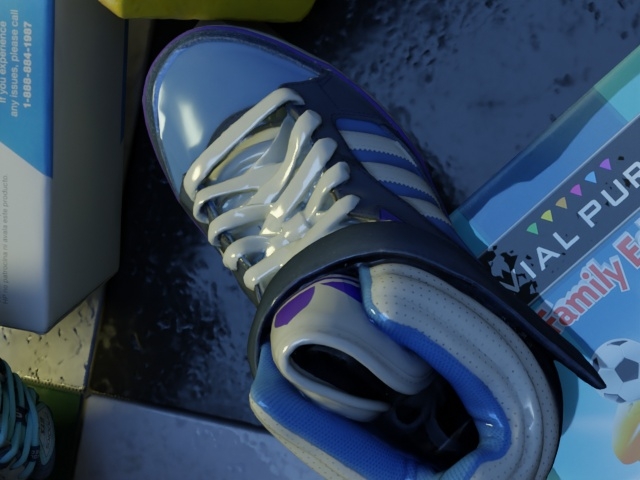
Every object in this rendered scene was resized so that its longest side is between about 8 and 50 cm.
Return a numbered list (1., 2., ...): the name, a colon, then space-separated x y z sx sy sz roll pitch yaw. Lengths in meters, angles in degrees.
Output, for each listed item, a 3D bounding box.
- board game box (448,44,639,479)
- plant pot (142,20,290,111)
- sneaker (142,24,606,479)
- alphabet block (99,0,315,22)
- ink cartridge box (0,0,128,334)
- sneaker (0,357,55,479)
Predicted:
1. board game box: 0.235 0.071 0.671 0.254 0.079 0.336 -42 78 7
2. plant pot: -0.056 -0.091 0.746 0.109 0.096 0.109 40 96 14
3. sneaker: 0.000 0.001 0.563 0.130 0.236 0.323 -41 83 9
4. alphabet block: -0.091 -0.263 0.683 0.197 0.192 0.193 38 119 22
5. ink cartridge box: -0.295 -0.084 0.747 0.307 0.129 0.223 9 109 10
6. sneaker: -0.224 0.102 0.707 0.122 0.283 0.110 9 56 -13
